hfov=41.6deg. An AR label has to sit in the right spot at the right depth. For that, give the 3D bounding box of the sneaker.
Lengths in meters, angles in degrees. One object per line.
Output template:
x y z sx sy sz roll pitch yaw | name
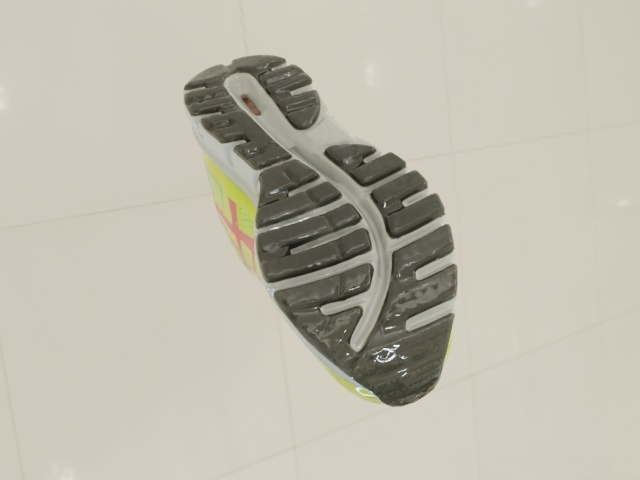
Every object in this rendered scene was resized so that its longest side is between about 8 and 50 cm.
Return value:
0.000 0.000 0.395 0.081 0.209 0.094 -18 137 -13 | sneaker
